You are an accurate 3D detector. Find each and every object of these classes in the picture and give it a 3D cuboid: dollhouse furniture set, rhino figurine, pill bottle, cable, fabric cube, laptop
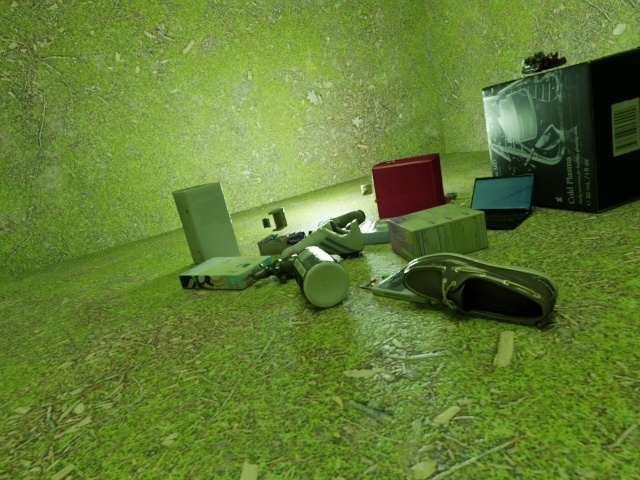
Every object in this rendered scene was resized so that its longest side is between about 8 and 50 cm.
[{"bbox_3d":[-0.197,-0.044,1.742,0.129,0.184,0.129,-6,16,26],"label":"dollhouse furniture set"},{"bbox_3d":[-0.131,0.098,1.368,0.243,0.073,0.106,-12,19,6],"label":"rhino figurine"},{"bbox_3d":[-0.010,0.093,1.166,0.130,0.131,0.245,-16,14,-10],"label":"pill bottle"},{"bbox_3d":[0.816,-0.660,1.478,0.139,0.072,0.287,-2,19,25],"label":"cable"},{"bbox_3d":[0.399,-0.235,1.790,0.257,0.259,0.254,-5,15,26],"label":"fabric cube"},{"bbox_3d":[0.634,-0.144,1.482,0.264,0.137,0.234,-25,18,-40],"label":"laptop"}]

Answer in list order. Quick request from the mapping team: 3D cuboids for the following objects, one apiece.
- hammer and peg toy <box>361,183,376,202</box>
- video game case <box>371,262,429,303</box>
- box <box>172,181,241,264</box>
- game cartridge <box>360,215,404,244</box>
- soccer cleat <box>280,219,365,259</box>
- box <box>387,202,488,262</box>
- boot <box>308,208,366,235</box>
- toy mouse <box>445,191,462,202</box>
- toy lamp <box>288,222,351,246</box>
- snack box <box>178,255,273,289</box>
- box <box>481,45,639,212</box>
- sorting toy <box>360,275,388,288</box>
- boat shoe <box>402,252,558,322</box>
[{"bbox_3d":[0.378,-0.243,2.109,0.360,0.128,0.266,-7,18,24],"label":"hammer and peg toy"},{"bbox_3d":[0.261,0.110,1.082,0.190,0.022,0.173,-26,20,-38],"label":"video game case"},{"bbox_3d":[-0.514,-0.074,1.810,0.168,0.346,0.215,-21,17,-30],"label":"box"},{"bbox_3d":[0.287,-0.044,1.585,0.293,0.060,0.196,-8,19,19],"label":"game cartridge"},{"bbox_3d":[0.000,0.000,1.482,0.330,0.143,0.116,-9,15,17],"label":"soccer cleat"},{"bbox_3d":[0.371,-0.025,1.301,0.242,0.118,0.213,-14,15,-8],"label":"box"},{"bbox_3d":[0.076,-0.062,1.820,0.246,0.084,0.161,-11,20,30],"label":"boot"},{"bbox_3d":[0.615,-0.205,1.938,0.143,0.031,0.161,-5,15,31],"label":"toy mouse"},{"bbox_3d":[0.002,-0.016,1.682,0.274,0.080,0.080,-8,15,10],"label":"toy lamp"},{"bbox_3d":[-0.357,0.119,1.513,0.321,0.060,0.187,-3,18,34],"label":"snack box"},{"bbox_3d":[0.896,-0.388,1.483,0.297,0.481,0.471,-17,15,-14],"label":"box"},{"bbox_3d":[0.160,0.118,1.154,0.062,0.012,0.083,1,20,44],"label":"sorting toy"},{"bbox_3d":[0.319,0.103,0.861,0.324,0.117,0.096,8,24,34],"label":"boat shoe"}]
